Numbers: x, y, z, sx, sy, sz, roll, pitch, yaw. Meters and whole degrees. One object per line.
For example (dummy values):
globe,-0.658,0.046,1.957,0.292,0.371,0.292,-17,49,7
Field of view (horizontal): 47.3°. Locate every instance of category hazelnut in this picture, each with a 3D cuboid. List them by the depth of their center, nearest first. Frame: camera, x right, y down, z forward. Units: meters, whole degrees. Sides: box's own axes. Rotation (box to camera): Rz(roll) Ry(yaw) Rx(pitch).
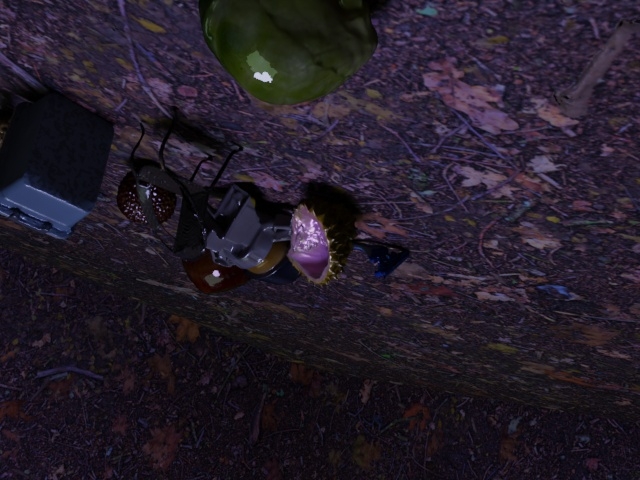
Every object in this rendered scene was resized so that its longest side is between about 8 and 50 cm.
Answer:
hazelnut,-0.234,0.042,1.768,0.201,0.160,0.170,-26,168,8

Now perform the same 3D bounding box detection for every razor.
razor,0.039,0.024,1.600,0.324,0.093,0.056,5,121,44

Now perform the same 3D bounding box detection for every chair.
chair,-0.236,-0.083,1.214,0.149,0.213,0.174,21,163,-36

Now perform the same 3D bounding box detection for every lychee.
lychee,-0.346,-0.090,1.461,0.123,0.123,0.129,21,155,-16

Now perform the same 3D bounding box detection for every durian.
durian,-0.001,0.002,1.358,0.132,0.182,0.165,17,-155,-4

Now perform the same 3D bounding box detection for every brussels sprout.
brussels sprout,-0.036,-0.211,0.728,0.183,0.145,0.131,38,-179,-40

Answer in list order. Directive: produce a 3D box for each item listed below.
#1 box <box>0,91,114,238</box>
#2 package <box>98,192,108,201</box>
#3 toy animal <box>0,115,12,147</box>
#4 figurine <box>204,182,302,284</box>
box,-0.457,-0.132,1.255,0.130,0.227,0.162,-21,142,39
package,-0.549,-0.120,1.734,0.037,0.015,0.110,13,163,29
toy animal,-0.619,-0.210,1.381,0.275,0.054,0.149,18,173,41
figurine,-0.127,0.004,1.515,0.308,0.143,0.308,18,163,6
